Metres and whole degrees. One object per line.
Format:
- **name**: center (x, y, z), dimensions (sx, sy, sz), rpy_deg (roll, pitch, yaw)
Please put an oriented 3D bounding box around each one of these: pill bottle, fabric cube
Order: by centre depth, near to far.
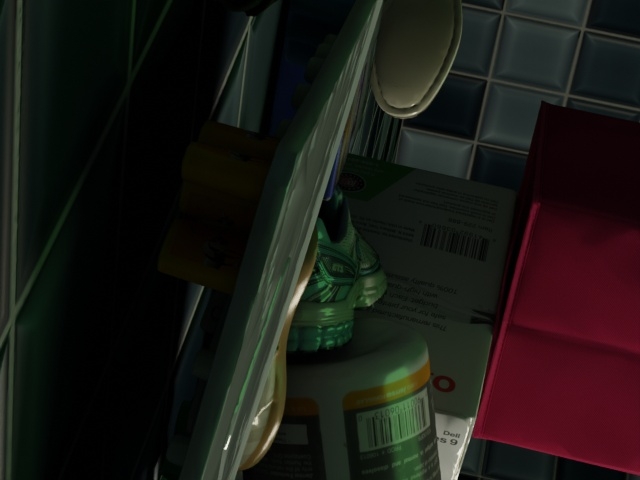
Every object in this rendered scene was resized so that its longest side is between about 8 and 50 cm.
- **pill bottle**: center (0.020, 0.213, 1.492), dimensions (0.162, 0.162, 0.278), rpy_deg (-63, 148, -75)
- **fabric cube**: center (0.298, 0.051, 1.719), dimensions (0.254, 0.258, 0.259), rpy_deg (-73, 175, -63)

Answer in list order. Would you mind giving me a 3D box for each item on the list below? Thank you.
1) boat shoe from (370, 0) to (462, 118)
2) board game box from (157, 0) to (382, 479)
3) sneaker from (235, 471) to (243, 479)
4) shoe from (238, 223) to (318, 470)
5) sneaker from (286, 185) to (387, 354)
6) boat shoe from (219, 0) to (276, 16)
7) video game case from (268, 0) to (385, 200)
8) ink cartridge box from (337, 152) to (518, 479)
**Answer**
- **boat shoe**: center (0.128, -0.300, 2.387), dimensions (0.096, 0.117, 0.324), rpy_deg (78, 18, -73)
- **board game box**: center (-0.058, 0.065, 0.997), dimensions (0.390, 0.050, 0.390), rpy_deg (-69, 177, -68)
- **sneaker**: center (-0.026, 0.317, 1.671), dimensions (0.103, 0.111, 0.252), rpy_deg (-32, 132, -34)
- **shoe**: center (-0.057, 0.073, 1.344), dimensions (0.076, 0.058, 0.219), rpy_deg (-126, -136, -52)
- **sneaker**: center (0.000, 0.000, 1.514), dimensions (0.283, 0.110, 0.122), rpy_deg (-75, 167, -75)
- **boat shoe**: center (-0.040, -0.141, 0.960), dimensions (0.135, 0.050, 0.045), rpy_deg (1, 114, -84)
- **video game case**: center (0.017, -0.195, 1.455), dimensions (0.244, 0.061, 0.269), rpy_deg (-71, 171, -71)
- **ink cartridge box**: center (0.052, 0.067, 1.696), dimensions (0.121, 0.211, 0.289), rpy_deg (100, 5, -46)
